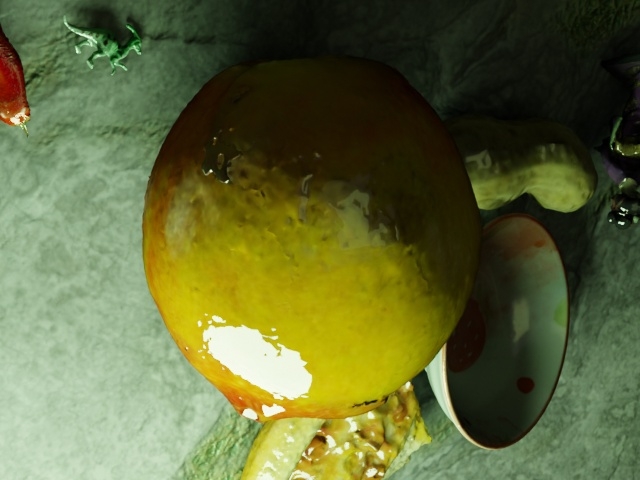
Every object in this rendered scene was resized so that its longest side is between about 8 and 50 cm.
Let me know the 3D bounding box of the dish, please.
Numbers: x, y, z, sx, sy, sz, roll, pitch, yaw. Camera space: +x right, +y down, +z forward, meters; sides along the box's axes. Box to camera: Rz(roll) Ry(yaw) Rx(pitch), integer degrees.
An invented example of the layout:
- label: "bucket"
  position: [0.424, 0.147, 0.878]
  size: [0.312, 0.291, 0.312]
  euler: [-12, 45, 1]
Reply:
- label: "dish"
  position: [0.176, 0.096, 1.866]
  size: [0.260, 0.085, 0.260]
  euler: [-10, 102, -51]

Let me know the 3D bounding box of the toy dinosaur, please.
- label: "toy dinosaur"
  position: [-0.206, -0.195, 1.624]
  size: [0.062, 0.021, 0.083]
  euler: [-37, 125, -20]

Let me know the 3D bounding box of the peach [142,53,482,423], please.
- label: "peach"
  position: [-0.002, 0.000, 1.636]
  size: [0.373, 0.290, 0.372]
  euler: [-10, 102, -58]

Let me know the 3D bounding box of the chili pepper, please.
- label: "chili pepper"
  position: [-0.300, -0.178, 1.567]
  size: [0.027, 0.045, 0.178]
  euler: [-19, 110, -31]

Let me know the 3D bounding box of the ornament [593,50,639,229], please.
- label: "ornament"
  position: [0.353, -0.101, 1.873]
  size: [0.081, 0.088, 0.203]
  euler: [22, 68, -33]

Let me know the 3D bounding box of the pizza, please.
- label: "pizza"
  position: [0.016, 0.237, 1.862]
  size: [0.182, 0.074, 0.365]
  euler: [35, 90, -24]

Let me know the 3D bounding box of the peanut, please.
- label: "peanut"
  position: [0.214, -0.084, 1.842]
  size: [0.229, 0.103, 0.098]
  euler: [3, 62, -28]
